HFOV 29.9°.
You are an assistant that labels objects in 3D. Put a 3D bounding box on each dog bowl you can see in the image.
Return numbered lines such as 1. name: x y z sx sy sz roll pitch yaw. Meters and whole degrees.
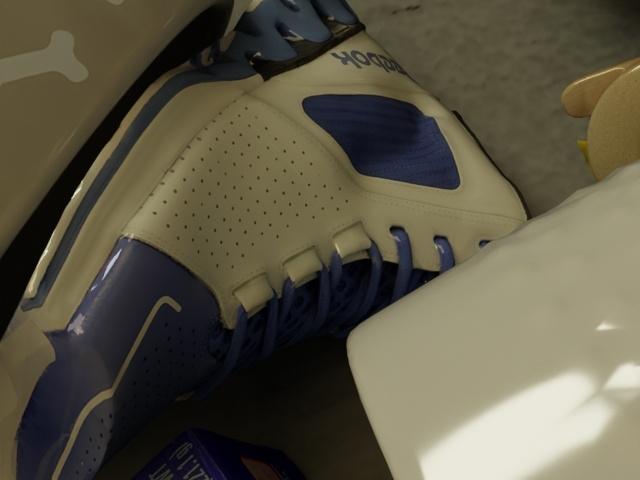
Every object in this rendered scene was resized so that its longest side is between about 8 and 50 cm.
1. dog bowl: -0.162 -0.019 0.553 0.102 0.349 0.348 34 87 -3

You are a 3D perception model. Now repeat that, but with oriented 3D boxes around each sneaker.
1. sneaker: 0.000 -0.001 0.532 0.182 0.315 0.127 35 132 -2

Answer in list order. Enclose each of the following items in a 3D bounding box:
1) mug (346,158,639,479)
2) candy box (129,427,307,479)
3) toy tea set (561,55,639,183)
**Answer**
1. mug: 0.233 0.100 0.364 0.328 0.276 0.374 -30 49 4
2. candy box: -0.078 0.287 0.524 0.317 0.122 0.268 -43 63 5
3. toy tea set: 0.174 -0.178 0.530 0.200 0.124 0.336 -18 108 24
